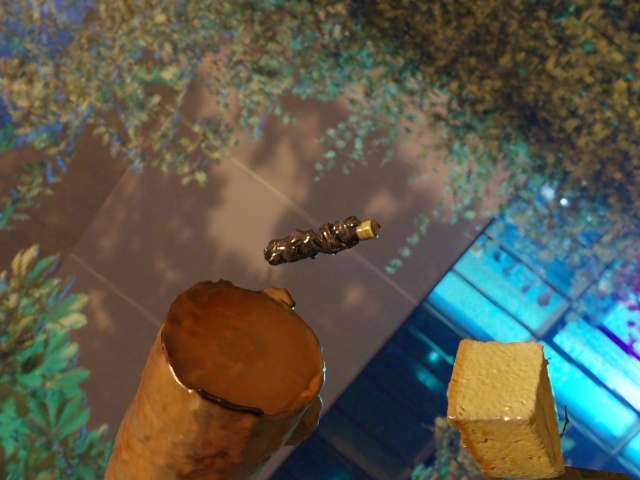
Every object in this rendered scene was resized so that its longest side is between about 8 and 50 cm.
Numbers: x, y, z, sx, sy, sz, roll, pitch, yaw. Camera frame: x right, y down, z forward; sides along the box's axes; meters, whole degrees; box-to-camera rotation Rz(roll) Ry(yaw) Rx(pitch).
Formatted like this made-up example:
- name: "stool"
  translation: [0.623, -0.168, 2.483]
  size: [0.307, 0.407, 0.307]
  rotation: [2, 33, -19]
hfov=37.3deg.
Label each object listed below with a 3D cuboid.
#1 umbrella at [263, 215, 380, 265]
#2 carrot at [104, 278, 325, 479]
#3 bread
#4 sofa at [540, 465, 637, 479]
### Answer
- name: "umbrella"
  translation: [0.000, 0.000, 1.056]
  size: [0.040, 0.144, 0.037]
  rotation: [20, -119, -52]
- name: "carrot"
  translation: [-0.091, 0.140, 0.564]
  size: [0.102, 0.263, 0.102]
  rotation: [21, -145, -16]
- name: "bread"
  translation: [0.164, 0.145, 0.794]
  size: [0.109, 0.084, 0.080]
  rotation: [57, -140, -37]
- name: "sofa"
  translation: [0.369, 0.395, 1.169]
  size: [0.258, 0.182, 0.200]
  rotation: [1, -158, 35]
